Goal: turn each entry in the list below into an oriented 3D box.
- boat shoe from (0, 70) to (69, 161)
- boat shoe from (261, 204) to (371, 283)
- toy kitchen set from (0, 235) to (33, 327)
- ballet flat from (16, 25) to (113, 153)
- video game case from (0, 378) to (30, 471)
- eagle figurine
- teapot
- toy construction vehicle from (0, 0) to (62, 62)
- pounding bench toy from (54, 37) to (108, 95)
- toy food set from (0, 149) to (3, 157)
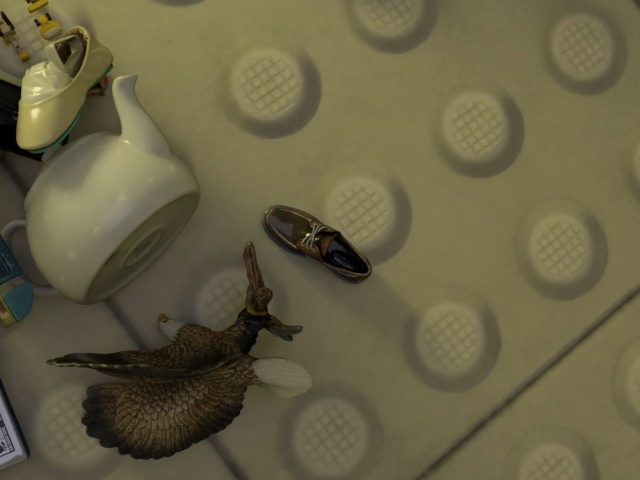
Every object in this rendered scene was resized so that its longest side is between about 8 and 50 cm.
[{"bbox_3d":[-0.448,-0.155,1.146,0.127,0.340,0.113,-6,84,26],"label":"boat shoe"},{"bbox_3d":[0.000,0.000,1.345,0.183,0.066,0.066,28,79,-10],"label":"boat shoe"},{"bbox_3d":[-0.468,0.035,1.135,0.166,0.122,0.207,-34,97,-37],"label":"toy kitchen set"},{"bbox_3d":[-0.335,-0.203,1.156,0.086,0.248,0.086,3,126,4],"label":"ballet flat"},{"bbox_3d":[-0.550,0.212,1.196,0.244,0.061,0.269,-22,90,-16],"label":"video game case"},{"bbox_3d":[-0.184,0.170,1.231,0.298,0.225,0.226,-35,104,-25],"label":"eagle figurine"},{"bbox_3d":[-0.300,-0.049,1.203,0.187,0.252,0.256,43,65,6],"label":"teapot"},{"bbox_3d":[-0.415,-0.308,1.288,0.086,0.035,0.098,-37,79,-13],"label":"toy construction vehicle"},{"bbox_3d":[-0.339,-0.249,1.293,0.065,0.052,0.083,-10,87,-14],"label":"pounding bench toy"},{"bbox_3d":[-0.480,-0.148,1.267,0.083,0.020,0.083,12,83,-12],"label":"toy food set"}]
